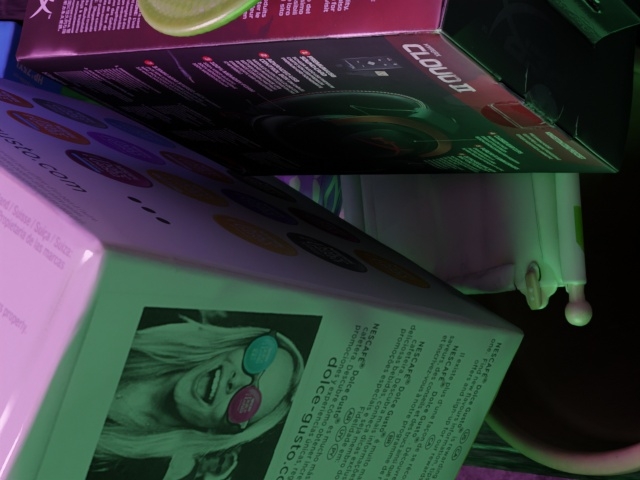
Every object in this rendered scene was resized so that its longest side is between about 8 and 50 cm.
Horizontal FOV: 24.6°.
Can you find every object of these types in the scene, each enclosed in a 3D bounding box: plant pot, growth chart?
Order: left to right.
[{"bbox_3d":[0.082,-0.038,0.934,0.021,0.172,0.237,0,-179,-36],"label":"growth chart"},{"bbox_3d":[0.238,0.008,0.931,0.229,0.263,0.263,-1,175,-35],"label":"plant pot"}]

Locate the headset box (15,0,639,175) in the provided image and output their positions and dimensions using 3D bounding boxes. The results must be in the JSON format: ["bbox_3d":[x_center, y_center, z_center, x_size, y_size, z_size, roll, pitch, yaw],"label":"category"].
[{"bbox_3d":[0.022,-0.115,0.795,0.293,0.110,0.218,1,166,34],"label":"headset box"}]

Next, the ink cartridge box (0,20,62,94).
[{"bbox_3d":[-0.284,-0.042,1.073,0.134,0.231,0.078,5,164,23],"label":"ink cartridge box"}]

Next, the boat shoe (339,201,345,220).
[{"bbox_3d":[0.000,0.000,1.316,0.267,0.096,0.088,10,173,41],"label":"boat shoe"}]

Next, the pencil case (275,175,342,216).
[{"bbox_3d":[-0.081,-0.045,1.200,0.206,0.088,0.086,6,167,16],"label":"pencil case"}]

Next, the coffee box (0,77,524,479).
[{"bbox_3d":[-0.152,0.111,0.895,0.334,0.338,0.338,13,-166,-46],"label":"coffee box"}]

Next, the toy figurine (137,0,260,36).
[{"bbox_3d":[-0.069,-0.193,0.622,0.173,0.130,0.159,-25,137,31],"label":"toy figurine"}]
